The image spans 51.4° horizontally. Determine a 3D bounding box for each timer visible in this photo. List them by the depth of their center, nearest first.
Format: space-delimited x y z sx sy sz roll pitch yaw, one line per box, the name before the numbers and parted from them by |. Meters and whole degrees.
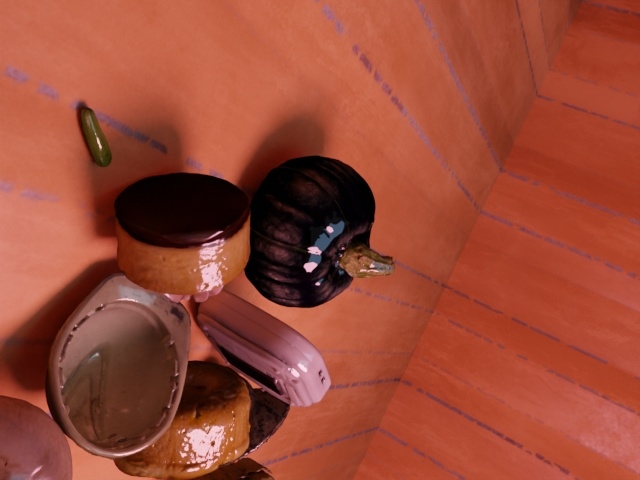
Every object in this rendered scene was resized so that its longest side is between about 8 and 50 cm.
timer | -0.107 0.204 1.226 0.087 0.262 0.237 -52 153 -24

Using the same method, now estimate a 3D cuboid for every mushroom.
mushroom | -0.419 0.291 0.802 0.226 0.178 0.226 -4 103 -19

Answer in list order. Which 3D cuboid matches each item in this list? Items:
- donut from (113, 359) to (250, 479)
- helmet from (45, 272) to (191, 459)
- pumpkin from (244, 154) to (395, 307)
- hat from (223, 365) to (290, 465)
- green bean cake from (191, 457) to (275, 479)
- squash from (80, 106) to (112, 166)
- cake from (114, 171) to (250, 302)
donut | -0.231 0.295 1.111 0.261 0.208 0.128 -6 113 -50
helmet | -0.310 0.188 0.964 0.204 0.137 0.258 37 49 -30
pumpkin | 0.000 0.000 1.234 0.296 0.296 0.296 -45 150 -36
hat | -0.195 0.326 1.317 0.265 0.265 0.128 -41 111 -41
green bean cake | -0.227 0.643 1.423 0.285 0.202 0.310 -8 99 -38
squash | -0.284 -0.128 0.839 0.027 0.027 0.089 -49 150 -31
cake | -0.197 0.016 0.951 0.208 0.185 0.178 -67 166 -62
